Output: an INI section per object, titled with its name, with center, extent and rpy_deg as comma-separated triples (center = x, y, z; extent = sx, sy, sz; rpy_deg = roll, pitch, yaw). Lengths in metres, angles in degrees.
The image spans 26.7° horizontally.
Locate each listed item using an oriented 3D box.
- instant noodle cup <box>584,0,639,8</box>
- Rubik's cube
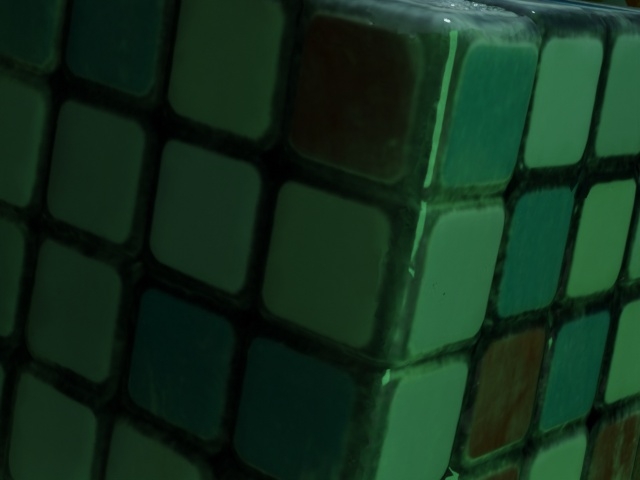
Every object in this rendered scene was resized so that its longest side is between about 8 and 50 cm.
[instant noodle cup]
center = 0.255, -0.163, 0.926
extent = 0.200, 0.264, 0.264
rpy_deg = -53, 143, -8
[Rubik's cube]
center = 0.001, 0.000, 0.627
extent = 0.253, 0.256, 0.259
rpy_deg = -5, 109, -52
